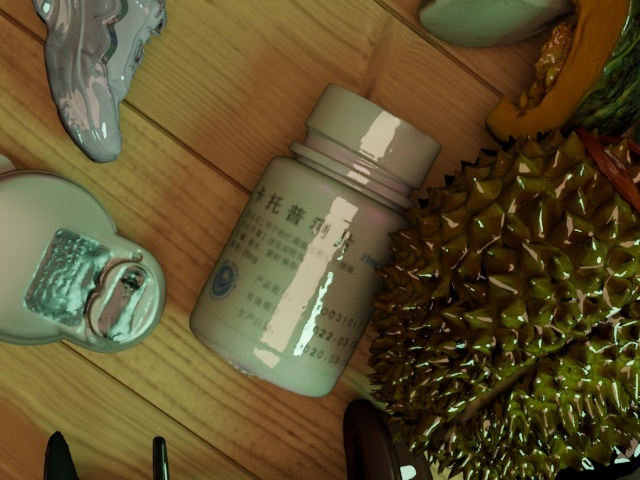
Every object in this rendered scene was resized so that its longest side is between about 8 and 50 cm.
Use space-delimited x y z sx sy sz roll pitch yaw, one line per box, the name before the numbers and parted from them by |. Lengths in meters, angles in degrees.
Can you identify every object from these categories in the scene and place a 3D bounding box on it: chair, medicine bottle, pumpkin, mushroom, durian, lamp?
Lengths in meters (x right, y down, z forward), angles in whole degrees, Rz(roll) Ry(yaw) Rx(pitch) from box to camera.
chair | -0.062 0.279 1.188 0.401 0.226 0.226 -6 95 -6
medicine bottle | 0.000 0.000 1.196 0.170 0.170 0.293 28 92 -7
pumpkin | 0.301 -0.171 1.182 0.163 0.111 0.278 3 129 -30
mushroom | 0.264 -0.303 1.221 0.350 0.128 0.128 -29 97 -5
durian | 0.226 0.064 1.106 0.384 0.348 0.347 -39 98 -22
lamp | -0.277 0.026 1.203 0.246 0.108 0.179 27 88 -14

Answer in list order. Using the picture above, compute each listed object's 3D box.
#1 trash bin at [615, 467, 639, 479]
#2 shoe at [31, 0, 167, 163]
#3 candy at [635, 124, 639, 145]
trash bin | 0.448 0.194 1.229 0.217 0.277 0.262 26 87 35
shoe | -0.216 -0.204 1.196 0.138 0.095 0.245 -12 90 -2
candy | 0.403 -0.246 1.206 0.119 0.119 0.439 0 108 -6
